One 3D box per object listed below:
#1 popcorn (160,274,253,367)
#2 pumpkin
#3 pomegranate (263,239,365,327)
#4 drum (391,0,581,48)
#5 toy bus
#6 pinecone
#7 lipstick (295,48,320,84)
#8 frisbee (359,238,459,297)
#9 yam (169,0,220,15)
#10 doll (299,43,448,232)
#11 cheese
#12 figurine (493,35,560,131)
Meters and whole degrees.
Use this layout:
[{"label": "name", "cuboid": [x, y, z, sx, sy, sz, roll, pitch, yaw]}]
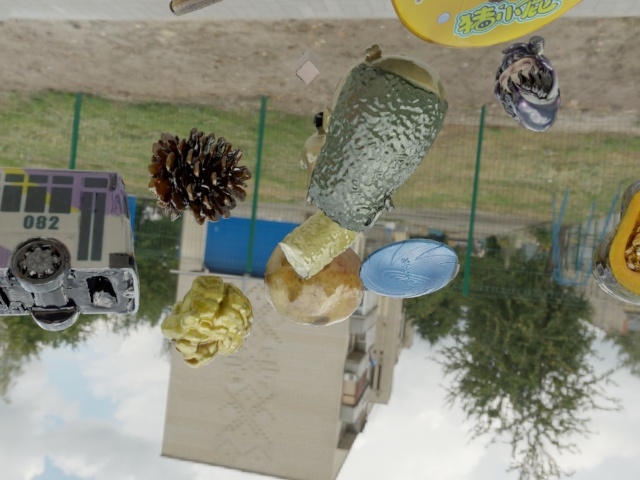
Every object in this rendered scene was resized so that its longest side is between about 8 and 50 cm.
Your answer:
[{"label": "popcorn", "cuboid": [-0.257, 0.199, 1.380, 0.200, 0.203, 0.226, 31, 143, -15]}, {"label": "pumpkin", "cuboid": [0.788, 0.002, 1.375, 0.222, 0.316, 0.139, 25, 180, 13]}, {"label": "pomegranate", "cuboid": [-0.018, 0.109, 1.639, 0.282, 0.280, 0.281, 6, 180, 0]}, {"label": "drum", "cuboid": [0.279, -0.534, 0.958, 0.432, 0.214, 0.431, -11, 154, -5]}, {"label": "toy bus", "cuboid": [-0.533, 0.005, 0.996, 0.441, 0.249, 0.209, 0, 151, -15]}, {"label": "pinecone", "cuboid": [-0.295, -0.152, 1.473, 0.264, 0.263, 0.264, 6, 180, 0]}, {"label": "lipstick", "cuboid": [-0.027, -0.401, 1.357, 0.045, 0.045, 0.145, 44, -160, -19]}, {"label": "frisbee", "cuboid": [0.214, 0.081, 1.415, 0.242, 0.045, 0.242, -2, 144, -2]}, {"label": "yam", "cuboid": [-0.251, -0.574, 1.374, 0.264, 0.046, 0.046, -2, 175, 35]}, {"label": "doll", "cuboid": [0.089, -0.193, 1.145, 0.248, 0.349, 0.247, 20, -161, -7]}, {"label": "cheese", "cuboid": [0.000, 0.000, 1.364, 0.167, 0.123, 0.094, -39, -147, -18]}, {"label": "figurine", "cuboid": [0.462, -0.337, 1.322, 0.146, 0.222, 0.145, 6, 143, 4]}]
